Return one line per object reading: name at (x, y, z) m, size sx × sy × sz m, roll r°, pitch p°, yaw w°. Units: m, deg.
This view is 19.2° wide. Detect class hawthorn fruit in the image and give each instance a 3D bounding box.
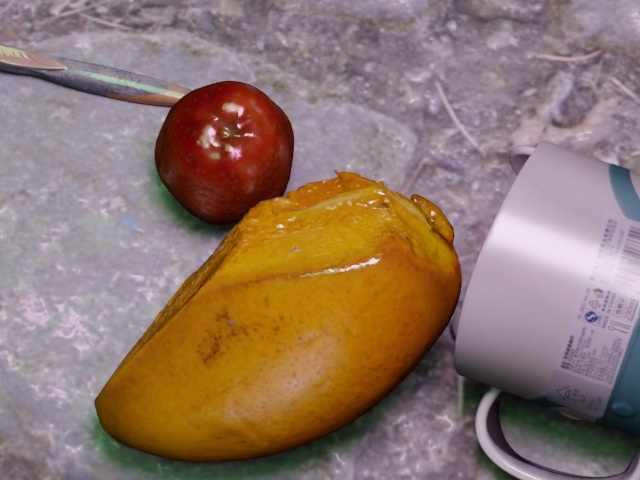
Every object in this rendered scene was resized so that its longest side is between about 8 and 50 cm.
hawthorn fruit at (-0.089, -0.083, 1.737) m, size 0.133 × 0.138 × 0.132 m, roll 1°, pitch 67°, yaw -3°

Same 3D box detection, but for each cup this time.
cup at (0.241, 0.079, 1.638) m, size 0.258 × 0.219 × 0.289 m, roll 20°, pitch 100°, yaw 9°

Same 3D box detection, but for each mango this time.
mango at (-0.043, 0.079, 1.629) m, size 0.350 × 0.201 × 0.199 m, roll -35°, pitch 72°, yaw 10°

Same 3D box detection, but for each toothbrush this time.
toothbrush at (-0.294, -0.175, 1.837) m, size 0.375 × 0.037 × 0.028 m, roll 13°, pitch 72°, yaw 4°
